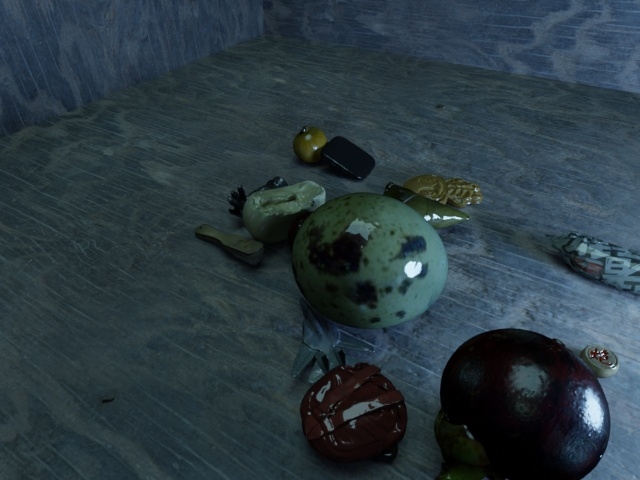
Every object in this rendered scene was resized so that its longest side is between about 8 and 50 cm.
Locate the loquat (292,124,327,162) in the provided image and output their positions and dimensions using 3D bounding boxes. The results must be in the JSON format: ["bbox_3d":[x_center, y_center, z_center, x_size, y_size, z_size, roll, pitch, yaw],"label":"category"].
[{"bbox_3d":[-0.041,-0.393,2.001,0.163,0.163,0.137,-29,16,-30],"label":"loquat"}]

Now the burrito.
[{"bbox_3d":[0.860,0.076,1.391,0.446,0.101,0.139,22,49,25],"label":"burrito"}]

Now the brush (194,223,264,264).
[{"bbox_3d":[-0.296,0.013,1.572,0.327,0.065,0.070,19,48,39],"label":"brush"}]

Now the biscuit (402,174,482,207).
[{"bbox_3d":[0.446,-0.182,1.793,0.289,0.044,0.202,5,38,13],"label":"biscuit"}]

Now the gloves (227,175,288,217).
[{"bbox_3d":[-0.214,-0.147,1.722,0.142,0.119,0.285,14,25,37],"label":"gloves"}]

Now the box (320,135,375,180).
[{"bbox_3d":[0.112,-0.332,1.964,0.212,0.042,0.201,33,43,8],"label":"box"}]

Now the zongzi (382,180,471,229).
[{"bbox_3d":[0.310,-0.042,1.546,0.300,0.145,0.274,18,46,14],"label":"zongzi"}]

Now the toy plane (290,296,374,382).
[{"bbox_3d":[-0.006,0.243,1.239,0.212,0.088,0.267,-14,31,-17],"label":"toy plane"}]

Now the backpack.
[{"bbox_3d":[0.064,0.363,1.024,0.229,0.139,0.229,0,43,0],"label":"backpack"}]

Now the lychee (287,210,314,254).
[{"bbox_3d":[-0.004,-0.003,1.469,0.194,0.194,0.194,-1,38,1],"label":"lychee"}]

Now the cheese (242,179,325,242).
[{"bbox_3d":[-0.115,-0.097,1.542,0.266,0.233,0.127,-22,73,-26],"label":"cheese"}]

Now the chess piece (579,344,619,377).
[{"bbox_3d":[0.671,0.290,1.174,0.084,0.038,0.083,-2,36,2],"label":"chess piece"}]

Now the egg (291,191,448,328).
[{"bbox_3d":[0.134,0.053,1.250,0.428,0.345,0.345,5,32,-30],"label":"egg"}]

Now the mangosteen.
[{"bbox_3d":[0.364,0.342,0.927,0.306,0.306,0.359,27,67,32],"label":"mangosteen"}]
